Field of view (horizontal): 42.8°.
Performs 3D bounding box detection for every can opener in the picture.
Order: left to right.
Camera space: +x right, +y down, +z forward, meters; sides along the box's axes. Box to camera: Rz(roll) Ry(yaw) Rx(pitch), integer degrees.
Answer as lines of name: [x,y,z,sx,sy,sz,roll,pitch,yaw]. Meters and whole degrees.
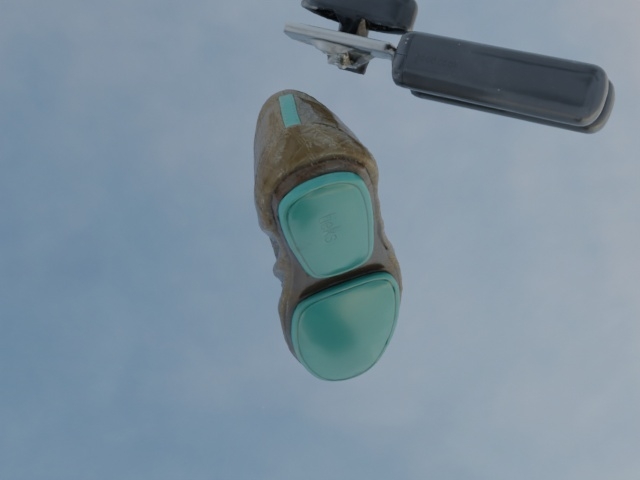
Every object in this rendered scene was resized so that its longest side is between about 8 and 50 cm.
can opener: [0.098,-0.163,0.661,0.284,0.076,0.095,18,-85,26]

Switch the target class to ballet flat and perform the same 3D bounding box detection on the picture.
ballet flat: [0.000,0.000,0.692,0.116,0.342,0.124,-18,-123,-1]
